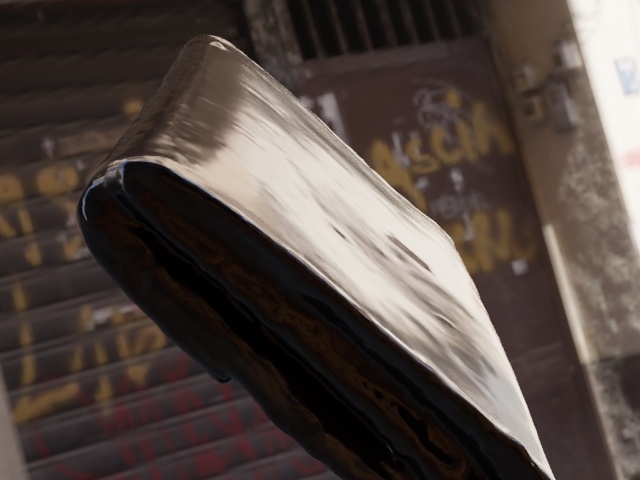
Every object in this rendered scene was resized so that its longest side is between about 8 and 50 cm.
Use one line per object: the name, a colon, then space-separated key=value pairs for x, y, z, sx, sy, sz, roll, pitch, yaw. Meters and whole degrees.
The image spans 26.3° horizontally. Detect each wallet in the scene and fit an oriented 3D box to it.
wallet: x=0.000 y=0.001 z=0.695 sx=0.062 sy=0.228 sz=0.406 roll=-49 pitch=10 yaw=10
